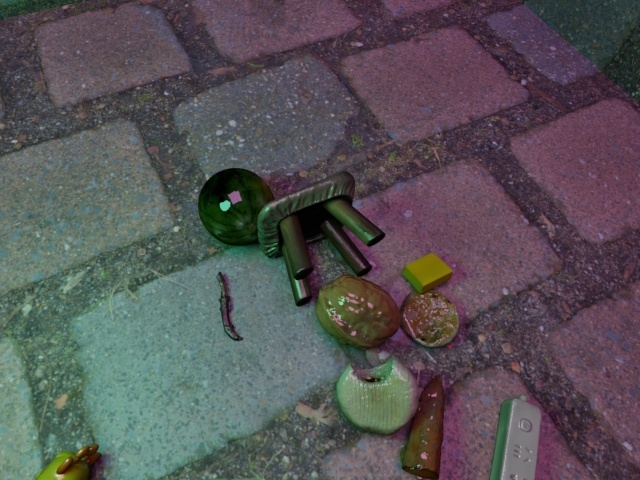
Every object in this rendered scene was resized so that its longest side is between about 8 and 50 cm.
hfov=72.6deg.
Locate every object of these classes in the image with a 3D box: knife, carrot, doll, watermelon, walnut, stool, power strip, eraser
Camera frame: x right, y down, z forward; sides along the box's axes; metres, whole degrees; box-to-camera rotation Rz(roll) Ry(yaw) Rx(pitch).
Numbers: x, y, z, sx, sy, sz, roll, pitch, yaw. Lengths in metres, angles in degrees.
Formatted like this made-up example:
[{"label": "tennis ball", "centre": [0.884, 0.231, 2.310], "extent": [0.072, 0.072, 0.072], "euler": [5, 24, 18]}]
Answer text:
[{"label": "knife", "centre": [-0.282, 0.196, 1.286], "extent": [0.045, 0.021, 0.222], "euler": [-17, 67, -12]}, {"label": "carrot", "centre": [0.282, 0.474, 1.130], "extent": [0.101, 0.102, 0.263], "euler": [18, 58, 6]}, {"label": "doll", "centre": [-0.593, 0.570, 0.991], "extent": [0.135, 0.143, 0.221], "euler": [28, 69, 13]}, {"label": "watermelon", "centre": [-0.254, -0.101, 1.333], "extent": [0.242, 0.242, 0.243], "euler": [2, 60, -3]}, {"label": "walnut", "centre": [0.100, 0.201, 1.213], "extent": [0.244, 0.198, 0.198], "euler": [32, 62, -7]}, {"label": "stool", "centre": [0.000, 0.000, 1.255], "extent": [0.310, 0.310, 0.226], "euler": [-25, 66, -15]}, {"label": "power strip", "centre": [0.491, 0.578, 1.103], "extent": [0.091, 0.062, 0.386], "euler": [21, 62, 4]}, {"label": "eraser", "centre": [0.332, 0.101, 1.353], "extent": [0.122, 0.045, 0.097], "euler": [-23, 50, -22]}]

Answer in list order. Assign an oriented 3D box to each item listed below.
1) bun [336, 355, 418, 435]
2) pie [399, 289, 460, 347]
[{"label": "bun", "centre": [0.152, 0.394, 1.145], "extent": [0.212, 0.126, 0.204], "euler": [19, 87, 13]}, {"label": "pie", "centre": [0.325, 0.230, 1.299], "extent": [0.186, 0.041, 0.187], "euler": [2, 59, -3]}]
